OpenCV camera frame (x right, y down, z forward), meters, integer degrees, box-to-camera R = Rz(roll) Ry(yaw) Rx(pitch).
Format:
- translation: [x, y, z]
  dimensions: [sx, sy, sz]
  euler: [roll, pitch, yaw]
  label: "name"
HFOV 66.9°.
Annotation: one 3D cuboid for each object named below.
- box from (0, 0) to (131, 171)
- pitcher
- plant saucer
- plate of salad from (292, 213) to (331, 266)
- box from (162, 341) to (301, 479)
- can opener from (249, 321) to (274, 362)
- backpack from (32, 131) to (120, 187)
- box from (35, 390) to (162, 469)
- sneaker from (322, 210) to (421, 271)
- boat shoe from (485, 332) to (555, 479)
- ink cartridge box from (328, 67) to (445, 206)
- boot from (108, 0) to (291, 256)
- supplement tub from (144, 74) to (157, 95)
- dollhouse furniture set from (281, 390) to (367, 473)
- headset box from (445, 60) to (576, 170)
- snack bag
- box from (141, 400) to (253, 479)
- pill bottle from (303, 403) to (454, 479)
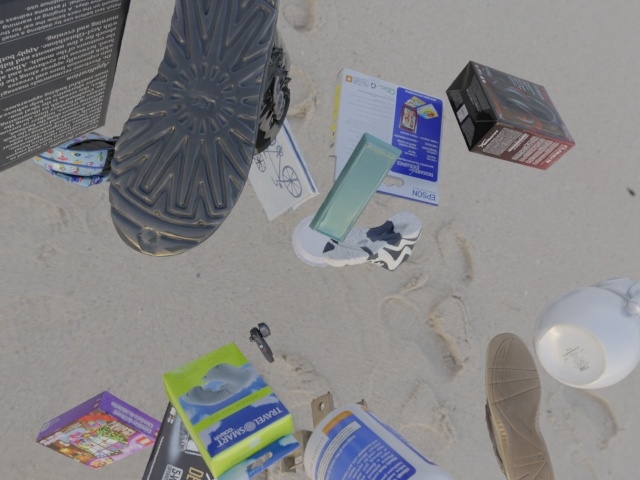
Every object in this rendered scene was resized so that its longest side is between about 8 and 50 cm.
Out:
- translation: [-0.435, -0.313, 0.623]
  dimensions: [0.212, 0.395, 0.294]
  euler: [-38, 95, -33]
  label: "box"
- translation: [0.389, 0.102, 0.651]
  dimensions: [0.207, 0.178, 0.126]
  euler: [-17, 61, -44]
  label: "pitcher"
- translation: [0.052, -0.076, 0.772]
  dimensions: [0.067, 0.018, 0.192]
  euler: [24, 121, -14]
  label: "plant saucer"
- translation: [0.000, 0.000, 1.710]
  dimensions: [0.199, 0.048, 0.200]
  euler: [-1, 69, 1]
  label: "plate of salad"
- translation: [-0.116, 0.213, 0.614]
  dimensions: [0.108, 0.178, 0.043]
  euler: [-21, 126, -29]
  label: "box"
- translation: [-0.196, 0.362, 1.674]
  dimensions: [0.073, 0.059, 0.186]
  euler: [-13, 126, 3]
  label: "can opener"
- translation: [-0.539, -0.186, 1.050]
  dimensions: [0.158, 0.173, 0.117]
  euler: [21, 107, 0]
  label: "backpack"
- translation: [-0.601, 0.525, 1.322]
  dimensions: [0.201, 0.293, 0.057]
  euler: [45, 29, -29]
  label: "box"
- translation: [0.124, 0.032, 1.138]
  dimensions: [0.234, 0.153, 0.094]
  euler: [-25, 54, -10]
  label: "sneaker"
- translation: [0.342, 0.313, 0.872]
  dimensions: [0.102, 0.092, 0.286]
  euler: [-7, 77, -8]
  label: "boat shoe"
- translation: [0.172, -0.257, 1.254]
  dimensions: [0.303, 0.072, 0.308]
  euler: [11, 80, -20]
  label: "ink cartridge box"
- translation: [-0.144, -0.178, 0.745]
  dimensions: [0.146, 0.445, 0.367]
  euler: [22, 95, -7]
  label: "boot"
- translation: [-0.263, -0.266, 1.013]
  dimensions: [0.197, 0.106, 0.106]
  euler: [32, 76, -4]
  label: "supplement tub"
- translation: [0.011, 0.457, 1.137]
  dimensions: [0.129, 0.183, 0.129]
  euler: [26, 40, -36]
  label: "dollhouse furniture set"
- translation: [0.490, -0.311, 1.232]
  dimensions: [0.293, 0.110, 0.218]
  euler: [8, 55, -25]
  label: "headset box"
- translation: [-0.144, -0.226, 1.367]
  dimensions: [0.037, 0.342, 0.323]
  euler: [-26, 90, -28]
  label: "snack bag"
- translation: [-0.270, 0.497, 1.170]
  dimensions: [0.242, 0.076, 0.308]
  euler: [20, 89, 6]
  label: "box"
- translation: [0.107, 0.379, 0.724]
  dimensions: [0.152, 0.272, 0.153]
  euler: [-13, 113, -32]
  label: "pill bottle"
